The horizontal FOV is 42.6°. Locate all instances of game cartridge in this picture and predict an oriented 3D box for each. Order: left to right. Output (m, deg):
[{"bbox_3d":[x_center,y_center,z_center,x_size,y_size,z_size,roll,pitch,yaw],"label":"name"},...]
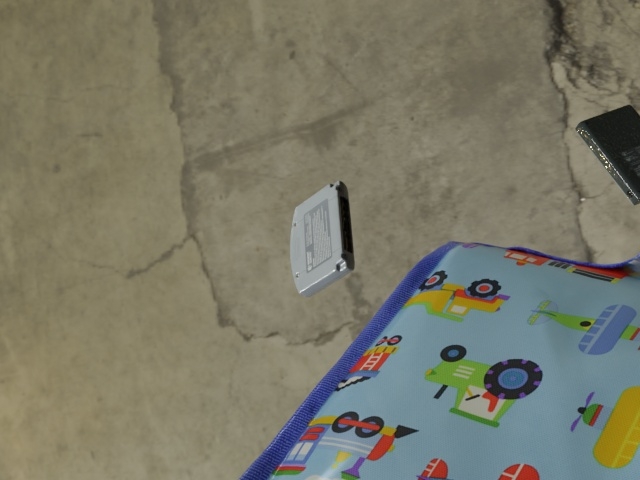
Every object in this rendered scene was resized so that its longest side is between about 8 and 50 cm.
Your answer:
[{"bbox_3d":[0.000,0.000,0.621,0.056,0.017,0.083,-30,46,31],"label":"game cartridge"}]

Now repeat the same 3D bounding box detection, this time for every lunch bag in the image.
[{"bbox_3d":[0.104,0.104,0.364,0.221,0.293,0.138,11,143,37],"label":"lunch bag"}]

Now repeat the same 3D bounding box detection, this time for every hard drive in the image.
[{"bbox_3d":[0.419,-0.118,1.105,0.135,0.094,0.022,61,158,23],"label":"hard drive"}]
